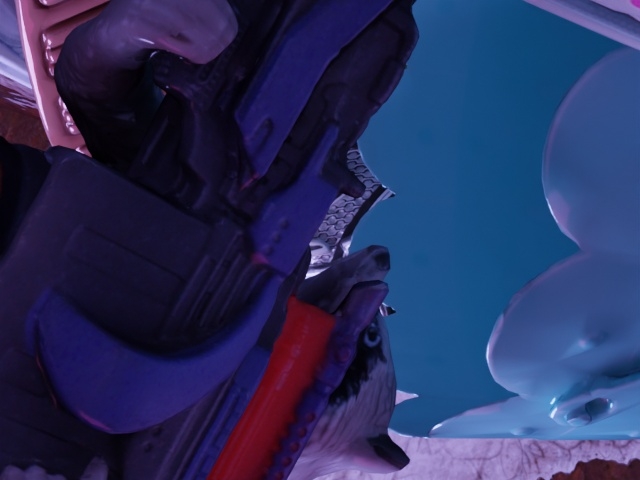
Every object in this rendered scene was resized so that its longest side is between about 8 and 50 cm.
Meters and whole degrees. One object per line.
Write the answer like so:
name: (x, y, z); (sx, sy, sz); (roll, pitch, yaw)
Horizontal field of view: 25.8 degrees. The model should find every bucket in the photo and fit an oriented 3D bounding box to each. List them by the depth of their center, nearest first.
bucket: (0.130, -0.056, 0.506); (0.183, 0.281, 0.281); (7, 177, -11)

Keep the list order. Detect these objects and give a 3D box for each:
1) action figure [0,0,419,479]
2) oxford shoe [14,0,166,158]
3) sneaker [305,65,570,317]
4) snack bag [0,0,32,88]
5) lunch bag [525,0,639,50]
action figure: (-0.090, -0.043, 0.424); (0.330, 0.341, 0.178); (38, 175, -21)
oxford shoe: (-0.086, -0.105, 0.771); (0.140, 0.146, 0.397); (-22, 153, -3)
sneaker: (0.000, 0.000, 0.701); (0.343, 0.146, 0.134); (-30, 152, 18)
snack bag: (-0.260, -0.205, 0.865); (0.323, 0.037, 0.342); (49, -167, 29)
lunch bag: (0.058, -0.146, 0.250); (0.279, 0.108, 0.224); (22, 143, -17)
